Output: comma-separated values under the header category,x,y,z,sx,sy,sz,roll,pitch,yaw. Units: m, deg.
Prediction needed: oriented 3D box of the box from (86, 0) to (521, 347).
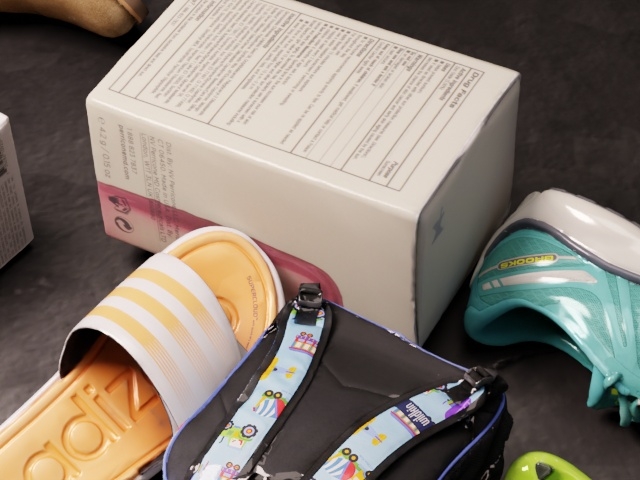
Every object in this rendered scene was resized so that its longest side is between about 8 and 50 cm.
category,x,y,z,sx,sy,sz,roll,pitch,yaw
box,-0.009,-0.053,1.214,0.232,0.127,0.148,21,49,20

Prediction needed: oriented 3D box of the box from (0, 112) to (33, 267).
category,x,y,z,sx,sy,sz,roll,pitch,yaw
box,-0.302,-0.049,1.256,0.203,0.114,0.103,27,52,26

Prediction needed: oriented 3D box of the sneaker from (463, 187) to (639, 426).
category,x,y,z,sx,sy,sz,roll,pitch,yaw
sneaker,0.213,0.070,1.159,0.275,0.107,0.110,24,69,29

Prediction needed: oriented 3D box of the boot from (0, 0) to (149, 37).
category,x,y,z,sx,sy,sz,roll,pitch,yaw
boot,-0.275,-0.193,1.438,0.305,0.112,0.115,20,78,15

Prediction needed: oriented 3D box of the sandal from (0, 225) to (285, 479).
category,x,y,z,sx,sy,sz,roll,pitch,yaw
sandal,-0.113,0.092,1.102,0.102,0.076,0.265,41,68,6

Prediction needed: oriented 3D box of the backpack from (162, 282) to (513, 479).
category,x,y,z,sx,sy,sz,roll,pitch,yaw
backpack,0.003,0.132,1.066,0.158,0.117,0.173,25,50,24

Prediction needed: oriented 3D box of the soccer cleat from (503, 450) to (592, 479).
category,x,y,z,sx,sy,sz,roll,pitch,yaw
soccer cleat,0.175,0.182,1.055,0.179,0.072,0.060,45,101,19
